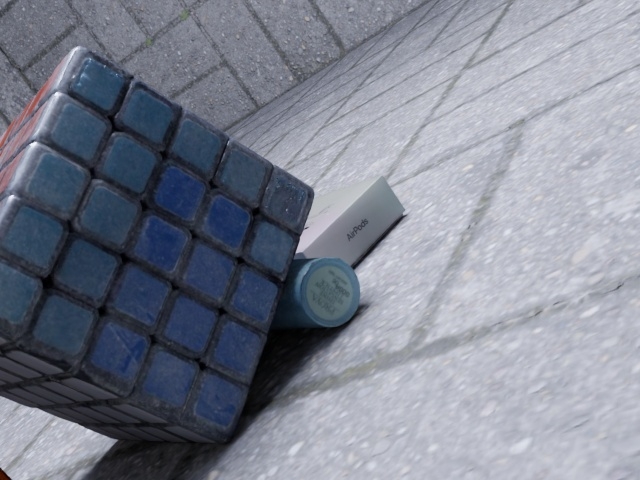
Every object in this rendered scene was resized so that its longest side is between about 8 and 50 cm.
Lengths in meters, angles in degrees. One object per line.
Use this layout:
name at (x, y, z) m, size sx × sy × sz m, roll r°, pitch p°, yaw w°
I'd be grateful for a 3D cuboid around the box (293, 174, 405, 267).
box at (0.000, 0.000, 0.891) m, size 0.130 × 0.051 × 0.129 m, roll -45°, pitch 16°, yaw -31°

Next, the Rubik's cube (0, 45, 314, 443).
Rubik's cube at (-0.182, 0.024, 0.739) m, size 0.238 × 0.237 × 0.237 m, roll -18°, pitch 49°, yaw 53°

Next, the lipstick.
lipstick at (-0.058, 0.053, 0.830) m, size 0.068 × 0.061 × 0.274 m, roll -35°, pitch 13°, yaw -27°

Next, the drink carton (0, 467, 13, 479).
drink carton at (-0.349, 0.274, 0.726) m, size 0.223 × 0.096 × 0.071 m, roll -33°, pitch 14°, yaw 10°
